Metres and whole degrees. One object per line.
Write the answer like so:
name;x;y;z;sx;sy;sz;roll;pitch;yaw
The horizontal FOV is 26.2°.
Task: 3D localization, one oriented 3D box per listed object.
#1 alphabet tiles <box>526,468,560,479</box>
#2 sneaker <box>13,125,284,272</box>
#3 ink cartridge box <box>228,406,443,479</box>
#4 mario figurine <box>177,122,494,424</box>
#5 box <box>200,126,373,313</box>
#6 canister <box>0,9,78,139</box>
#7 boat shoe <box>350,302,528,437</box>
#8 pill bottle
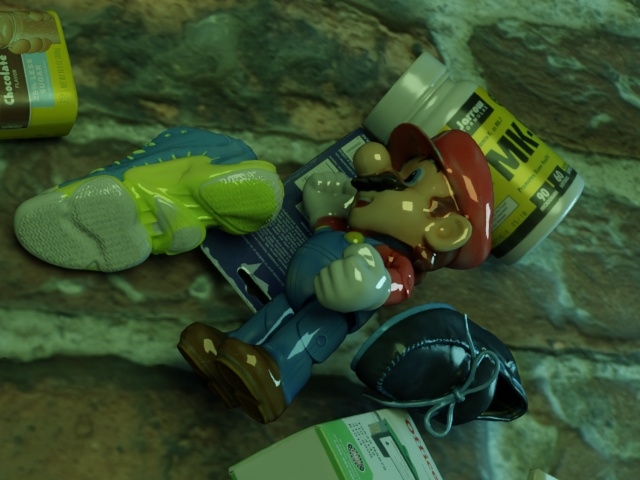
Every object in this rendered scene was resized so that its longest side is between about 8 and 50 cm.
alphabet tiles;0.198;0.381;1.151;0.285;0.011;0.342;29;66;-35
sneaker;-0.158;-0.042;1.249;0.240;0.091;0.126;-6;31;-10
ink cartridge box;0.035;0.227;1.116;0.160;0.092;0.219;63;18;11
mario figurine;0.013;-0.001;1.186;0.198;0.170;0.320;36;65;30
box;0.000;0.000;1.312;0.225;0.036;0.136;-36;84;-32
canister;-0.312;-0.147;1.222;0.170;0.073;0.126;-6;69;-28
boat shoe;0.124;0.114;1.207;0.089;0.109;0.258;51;23;26
pill bottle;0.150;-0.084;1.370;0.208;0.119;0.119;41;57;-1
